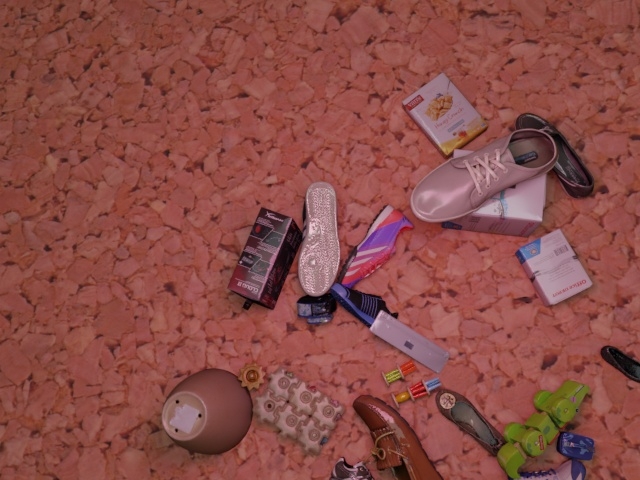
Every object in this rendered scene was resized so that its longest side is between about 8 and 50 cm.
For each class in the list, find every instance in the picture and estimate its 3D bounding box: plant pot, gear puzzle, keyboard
[{"bbox_3d":[-0.346,0.496,1.756,0.256,0.274,0.257,-1,78,5],"label":"plant pot"},{"bbox_3d":[-0.107,0.486,1.843,0.338,0.044,0.176,31,75,8],"label":"gear puzzle"},{"bbox_3d":[0.268,0.304,1.828,0.256,0.014,0.072,33,88,-6],"label":"keyboard"}]

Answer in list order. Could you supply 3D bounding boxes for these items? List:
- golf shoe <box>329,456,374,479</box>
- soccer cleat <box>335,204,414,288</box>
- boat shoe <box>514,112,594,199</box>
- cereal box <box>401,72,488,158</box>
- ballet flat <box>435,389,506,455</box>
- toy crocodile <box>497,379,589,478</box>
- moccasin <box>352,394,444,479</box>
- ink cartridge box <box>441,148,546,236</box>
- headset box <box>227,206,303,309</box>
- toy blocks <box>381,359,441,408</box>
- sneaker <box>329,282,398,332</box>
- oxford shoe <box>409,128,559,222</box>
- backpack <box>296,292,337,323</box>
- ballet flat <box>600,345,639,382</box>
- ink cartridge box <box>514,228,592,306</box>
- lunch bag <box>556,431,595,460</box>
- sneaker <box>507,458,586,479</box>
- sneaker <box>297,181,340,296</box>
[{"bbox_3d":[0.128,0.690,1.762,0.198,0.077,0.094,17,79,9],"label":"golf shoe"},{"bbox_3d":[0.163,0.042,1.892,0.116,0.109,0.318,34,80,8],"label":"soccer cleat"},{"bbox_3d":[0.735,-0.278,1.902,0.112,0.095,0.335,-33,76,-2],"label":"boat shoe"},{"bbox_3d":[0.403,-0.406,1.993,0.173,0.047,0.240,-36,76,-3],"label":"cereal box"},{"bbox_3d":[0.438,0.527,1.772,0.250,0.058,0.084,43,84,13],"label":"ballet flat"},{"bbox_3d":[0.624,0.519,1.712,0.340,0.115,0.105,-40,99,-16],"label":"toy crocodile"},{"bbox_3d":[0.208,0.612,1.736,0.146,0.139,0.380,-29,83,-28],"label":"moccasin"},{"bbox_3d":[0.517,-0.137,1.843,0.269,0.198,0.197,7,77,7],"label":"ink cartridge box"},{"bbox_3d":[-0.166,0.074,1.860,0.110,0.218,0.294,20,81,11],"label":"headset box"},{"bbox_3d":[0.271,0.414,1.819,0.148,0.054,0.123,-24,76,0],"label":"toy blocks"},{"bbox_3d":[0.134,0.190,1.851,0.232,0.081,0.090,41,73,-13],"label":"sneaker"},{"bbox_3d":[0.454,-0.189,1.695,0.448,0.130,0.169,-24,77,1],"label":"oxford shoe"},{"bbox_3d":[-0.014,0.210,1.873,0.114,0.105,0.084,-2,98,15],"label":"backpack"},{"bbox_3d":[0.889,0.362,1.764,0.173,0.049,0.058,30,83,12],"label":"ballet flat"},{"bbox_3d":[0.695,0.083,1.832,0.139,0.082,0.191,-26,77,0],"label":"ink cartridge box"},{"bbox_3d":[0.723,0.581,1.725,0.098,0.065,0.067,10,79,9],"label":"lunch bag"},{"bbox_3d":[0.591,0.684,1.694,0.296,0.112,0.131,-36,75,-4],"label":"sneaker"},{"bbox_3d":[0.000,0.000,1.900,0.131,0.148,0.351,6,83,0],"label":"sneaker"}]
